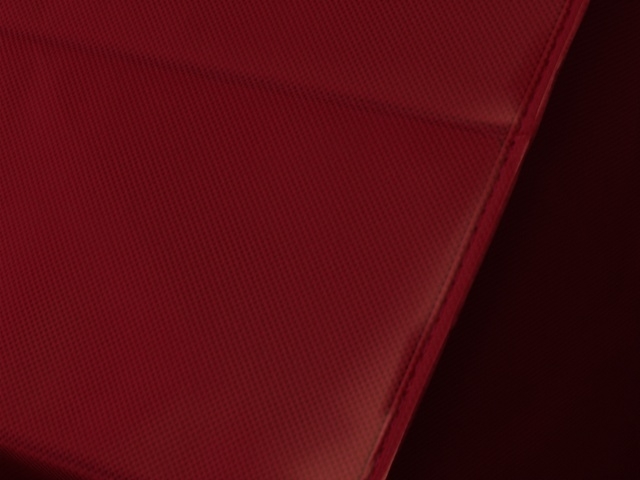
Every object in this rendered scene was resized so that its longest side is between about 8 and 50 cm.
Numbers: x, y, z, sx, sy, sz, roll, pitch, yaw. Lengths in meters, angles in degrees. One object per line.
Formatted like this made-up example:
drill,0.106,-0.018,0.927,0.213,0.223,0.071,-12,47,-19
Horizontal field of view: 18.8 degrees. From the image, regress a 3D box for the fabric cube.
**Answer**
fabric cube,0.000,0.000,0.664,0.258,0.254,0.259,13,69,33
